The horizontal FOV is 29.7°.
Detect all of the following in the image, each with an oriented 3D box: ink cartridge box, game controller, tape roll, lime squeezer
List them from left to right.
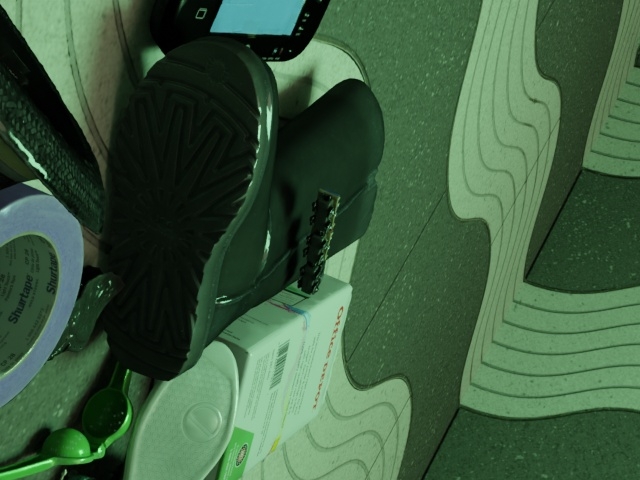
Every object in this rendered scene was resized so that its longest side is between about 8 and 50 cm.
[{"bbox_3d":[-0.274,0.039,0.940,0.189,0.080,0.189,-51,154,-38],"label":"tape roll"},{"bbox_3d":[-0.240,0.179,1.210,0.310,0.059,0.110,-47,152,-43],"label":"lime squeezer"},{"bbox_3d":[-0.086,0.159,1.489,0.278,0.117,0.201,-28,137,-60],"label":"ink cartridge box"},{"bbox_3d":[-0.060,-0.256,1.199,0.319,0.067,0.166,-18,127,-64],"label":"game controller"}]

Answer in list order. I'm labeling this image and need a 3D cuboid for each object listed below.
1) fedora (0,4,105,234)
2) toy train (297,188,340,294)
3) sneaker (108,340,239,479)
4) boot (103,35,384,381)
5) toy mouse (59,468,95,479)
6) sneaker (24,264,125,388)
[{"bbox_3d":[-0.257,-0.102,0.656,0.152,0.334,0.334,-34,155,-3],"label":"fedora"},{"bbox_3d":[0.000,0.000,1.295,0.036,0.027,0.158,-55,165,-39],"label":"toy train"},{"bbox_3d":[-0.178,0.237,1.328,0.147,0.105,0.295,-154,-98,-71],"label":"sneaker"},{"bbox_3d":[-0.039,-0.090,1.296,0.445,0.146,0.367,-33,150,-54],"label":"boot"},{"bbox_3d":[-0.277,0.296,1.269,0.161,0.031,0.143,-67,165,5],"label":"toy mouse"},{"bbox_3d":[-0.246,0.088,1.103,0.170,0.051,0.089,-64,156,-20],"label":"sneaker"}]
